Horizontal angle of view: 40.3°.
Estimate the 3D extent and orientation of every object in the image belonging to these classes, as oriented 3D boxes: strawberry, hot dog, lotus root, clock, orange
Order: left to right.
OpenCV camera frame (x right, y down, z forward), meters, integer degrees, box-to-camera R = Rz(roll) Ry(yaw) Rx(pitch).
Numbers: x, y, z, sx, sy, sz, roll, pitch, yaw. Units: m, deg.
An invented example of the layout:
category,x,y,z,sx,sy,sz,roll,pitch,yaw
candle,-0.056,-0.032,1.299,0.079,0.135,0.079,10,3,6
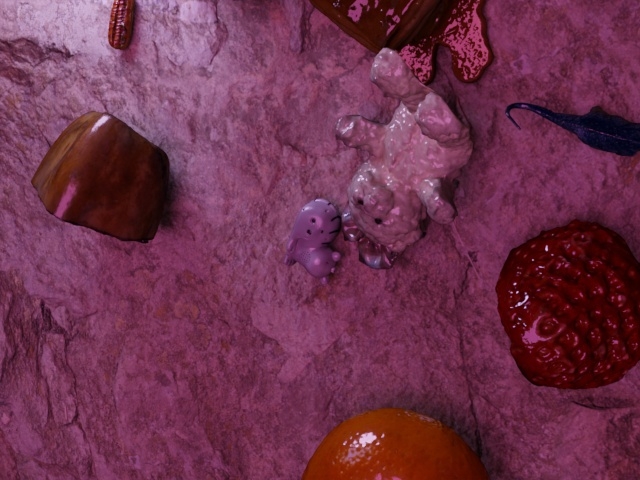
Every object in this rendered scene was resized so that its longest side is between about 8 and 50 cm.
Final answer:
category,x,y,z,sx,sy,sz,roll,pitch,yaw
lotus root,-0.482,-0.153,2.022,0.316,0.316,0.250,27,92,18
hot dog,-0.465,-0.517,2.034,0.062,0.038,0.144,20,108,20
clock,0.000,0.000,1.903,0.117,0.080,0.176,28,112,18
orange,0.160,0.549,1.805,0.424,0.326,0.424,5,104,19
strawberry,0.452,0.134,1.574,0.295,0.345,0.317,13,106,23

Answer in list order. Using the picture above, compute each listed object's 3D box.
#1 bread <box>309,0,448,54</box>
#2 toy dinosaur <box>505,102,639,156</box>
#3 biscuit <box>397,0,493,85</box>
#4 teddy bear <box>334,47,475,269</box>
category,x,y,z,sx,sy,sz,roll,pitch,yaw
bread,0.146,-0.528,1.624,0.277,0.167,0.324,43,114,16
toy dinosaur,0.524,-0.198,1.590,0.363,0.147,0.076,23,107,27
biscuit,0.234,-0.472,1.717,0.202,0.047,0.334,-3,102,25
teddy bear,0.124,-0.125,1.694,0.362,0.375,0.327,-44,68,11
